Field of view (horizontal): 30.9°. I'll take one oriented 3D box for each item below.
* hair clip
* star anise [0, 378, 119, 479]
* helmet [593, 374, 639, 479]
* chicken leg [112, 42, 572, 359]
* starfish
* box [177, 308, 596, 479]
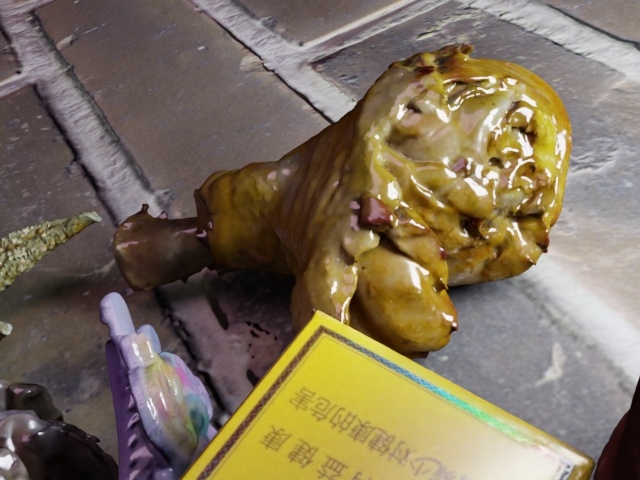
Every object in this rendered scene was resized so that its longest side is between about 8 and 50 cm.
[{"bbox_3d":[-0.099,0.158,0.766,0.090,0.137,0.278,-20,50,18],"label":"hair clip"},{"bbox_3d":[-0.288,0.163,0.787,0.331,0.118,0.332,3,16,-1],"label":"star anise"},{"bbox_3d":[0.315,0.068,0.522,0.385,0.230,0.337,9,37,28],"label":"helmet"},{"bbox_3d":[0.000,0.000,0.931,0.409,0.182,0.295,-11,49,21],"label":"chicken leg"},{"bbox_3d":[-0.382,0.064,1.098,0.347,0.078,0.358,-33,34,-22],"label":"starfish"},{"bbox_3d":[-0.003,0.195,0.618,0.193,0.084,0.301,27,50,16],"label":"box"}]
